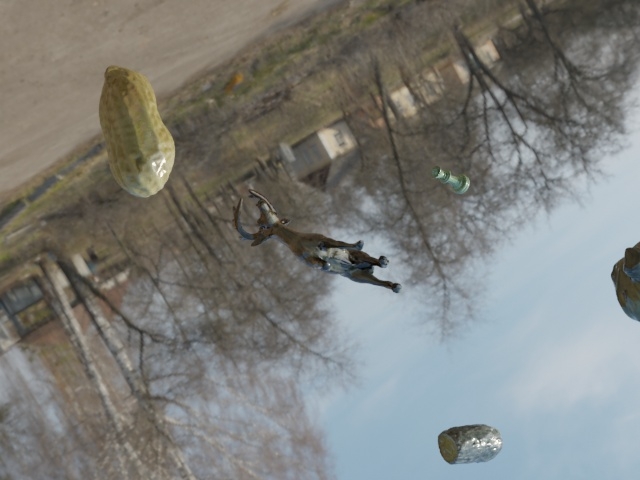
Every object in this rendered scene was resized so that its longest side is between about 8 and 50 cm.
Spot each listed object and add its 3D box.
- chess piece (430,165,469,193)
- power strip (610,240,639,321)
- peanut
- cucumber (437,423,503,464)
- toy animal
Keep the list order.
[{"bbox_3d":[0.267,-0.131,1.440,0.042,0.093,0.042,-32,-132,45],"label":"chess piece"},{"bbox_3d":[0.386,0.053,0.625,0.387,0.066,0.092,15,140,-34],"label":"power strip"},{"bbox_3d":[-0.253,-0.153,0.950,0.093,0.194,0.083,-6,166,-31],"label":"peanut"},{"bbox_3d":[0.241,0.328,1.106,0.112,0.064,0.064,7,159,-40],"label":"cucumber"},{"bbox_3d":[-0.010,0.016,1.105,0.087,0.243,0.260,-60,-151,-8],"label":"toy animal"}]
